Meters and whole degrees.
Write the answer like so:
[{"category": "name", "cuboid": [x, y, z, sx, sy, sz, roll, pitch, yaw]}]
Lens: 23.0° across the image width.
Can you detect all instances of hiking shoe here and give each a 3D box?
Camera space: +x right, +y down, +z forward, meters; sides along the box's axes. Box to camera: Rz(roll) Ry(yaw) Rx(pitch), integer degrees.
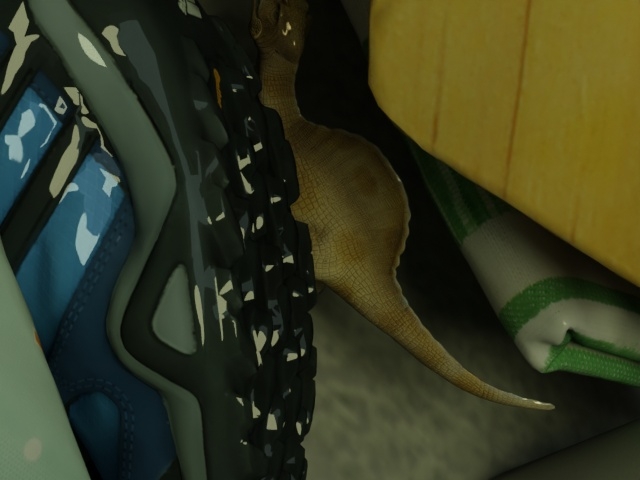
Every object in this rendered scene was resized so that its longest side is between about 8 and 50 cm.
[{"category": "hiking shoe", "cuboid": [-0.085, -0.027, 0.476, 0.113, 0.132, 0.304, -44, 122, -73]}]

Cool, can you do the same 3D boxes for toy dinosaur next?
[{"category": "toy dinosaur", "cuboid": [0.000, 0.000, 0.539, 0.053, 0.092, 0.183, -41, 107, -44]}]

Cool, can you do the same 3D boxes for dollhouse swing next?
[{"category": "dollhouse swing", "cuboid": [0.049, -0.164, 0.580, 0.347, 0.305, 0.315, -31, 130, -65]}]

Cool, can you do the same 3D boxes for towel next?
[{"category": "towel", "cuboid": [0.073, -0.089, 0.641, 0.248, 0.038, 0.325, 15, 50, -57]}]

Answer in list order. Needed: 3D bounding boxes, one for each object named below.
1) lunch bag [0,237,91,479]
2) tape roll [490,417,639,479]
[{"category": "lunch bag", "cuboid": [-0.199, 0.005, 0.296, 0.262, 0.160, 0.223, -7, 73, -52]}, {"category": "tape roll", "cuboid": [0.171, 0.170, 0.552, 0.246, 0.169, 0.246, 24, 52, -35]}]
